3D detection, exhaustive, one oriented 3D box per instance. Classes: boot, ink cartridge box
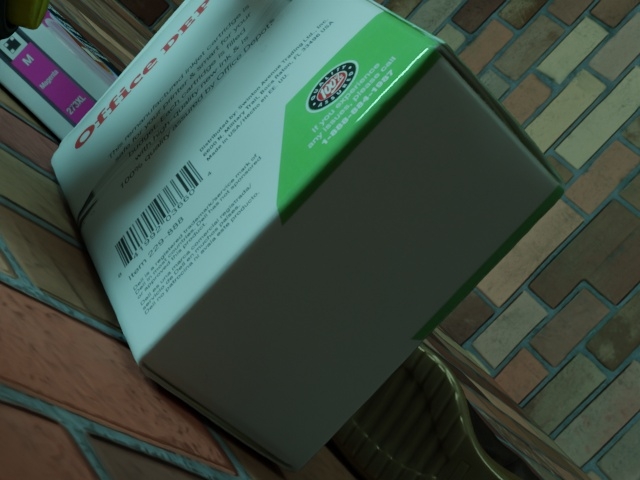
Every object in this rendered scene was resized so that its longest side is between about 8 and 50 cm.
[{"bbox_3d":[0.084,0.161,0.830,0.248,0.090,0.207,43,-8,12],"label":"boot"},{"bbox_3d":[-0.202,-0.126,0.957,0.371,0.069,0.176,41,4,-1],"label":"ink cartridge box"},{"bbox_3d":[-0.028,-0.042,0.689,0.121,0.211,0.289,40,5,-31],"label":"ink cartridge box"}]

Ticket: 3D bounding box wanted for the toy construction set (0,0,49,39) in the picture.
[{"bbox_3d":[-0.259,-0.206,0.656,0.258,0.237,0.309,9,2,-25],"label":"toy construction set"}]
